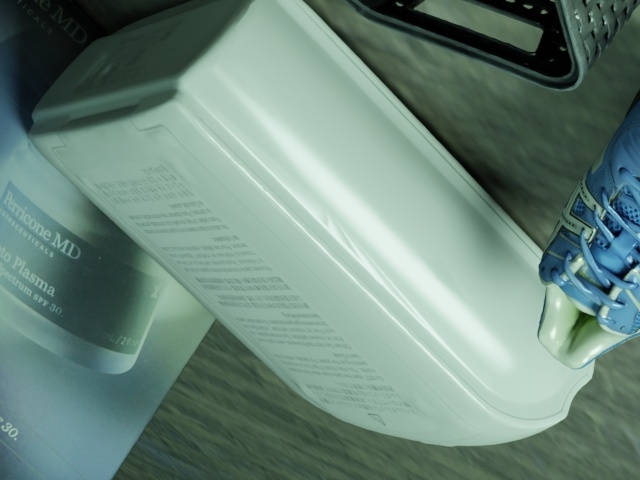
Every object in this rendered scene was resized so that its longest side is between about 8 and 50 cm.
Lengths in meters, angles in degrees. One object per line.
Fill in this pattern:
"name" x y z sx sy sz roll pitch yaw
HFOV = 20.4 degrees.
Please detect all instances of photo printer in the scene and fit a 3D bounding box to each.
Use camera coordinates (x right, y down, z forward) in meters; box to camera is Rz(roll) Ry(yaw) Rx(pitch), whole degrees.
"photo printer" 0.000 0.000 1.016 0.307 0.107 0.256 45 160 -19

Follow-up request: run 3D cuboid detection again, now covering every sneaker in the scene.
"sneaker" 0.146 -0.002 0.789 0.080 0.081 0.211 35 159 14

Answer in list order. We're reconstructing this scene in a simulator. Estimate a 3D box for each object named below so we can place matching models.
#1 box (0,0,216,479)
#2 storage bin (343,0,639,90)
"box" -0.229 0.004 1.117 0.296 0.294 0.182 44 144 -18
"storage bin" 0.050 -0.151 0.620 0.122 0.084 0.180 26 156 33
